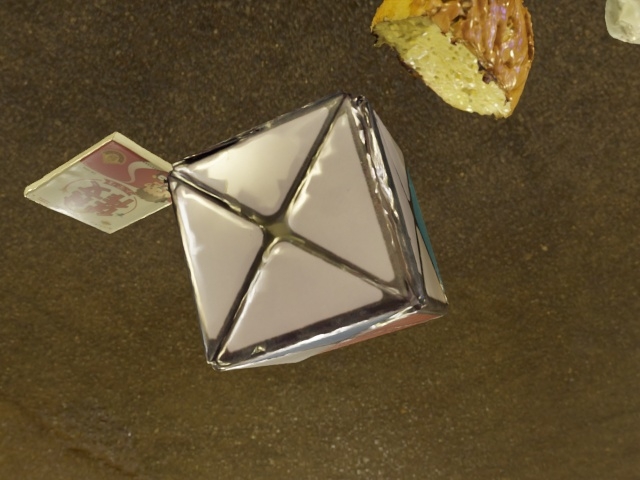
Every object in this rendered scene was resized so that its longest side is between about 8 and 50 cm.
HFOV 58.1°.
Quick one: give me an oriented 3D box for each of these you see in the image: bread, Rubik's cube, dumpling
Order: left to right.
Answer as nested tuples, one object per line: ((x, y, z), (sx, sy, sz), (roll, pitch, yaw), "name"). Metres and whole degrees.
((0.000, 0.000, 0.854), (0.305, 0.310, 0.307), (-21, 167, 17), "Rubik's cube")
((0.208, -0.297, 0.832), (0.260, 0.160, 0.147), (26, 88, -38), "bread")
((0.659, -0.452, 1.148), (0.181, 0.111, 0.155), (51, 141, -5), "dumpling")

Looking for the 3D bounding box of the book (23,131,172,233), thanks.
((-0.326, -0.081, 0.901), (0.231, 0.022, 0.162), (-21, 145, 31), "book")
